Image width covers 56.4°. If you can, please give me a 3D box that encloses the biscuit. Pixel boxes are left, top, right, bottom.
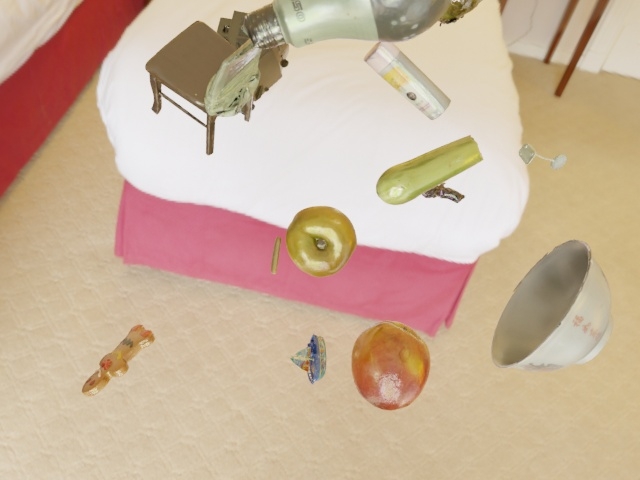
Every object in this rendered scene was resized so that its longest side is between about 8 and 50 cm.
[{"bbox_3d":[-0.587,0.342,1.713,0.250,0.036,0.165,-48,28,-24],"label":"biscuit"}]

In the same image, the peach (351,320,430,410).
[{"bbox_3d":[0.216,0.398,1.905,0.281,0.281,0.238,41,10,25],"label":"peach"}]

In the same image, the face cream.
[{"bbox_3d":[0.248,-0.458,1.698,0.269,0.107,0.073,39,59,-15],"label":"face cream"}]

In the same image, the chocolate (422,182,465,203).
[{"bbox_3d":[0.368,-0.150,1.804,0.072,0.070,0.147,-10,11,-27],"label":"chocolate"}]

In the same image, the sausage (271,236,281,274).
[{"bbox_3d":[-0.153,0.051,2.045,0.024,0.024,0.132,9,73,-4],"label":"sausage"}]

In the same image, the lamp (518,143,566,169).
[{"bbox_3d":[0.628,-0.223,1.657,0.198,0.050,0.056,7,38,-35],"label":"lamp"}]

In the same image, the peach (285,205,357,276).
[{"bbox_3d":[0.000,0.000,2.054,0.251,0.251,0.153,14,6,1],"label":"peach"}]

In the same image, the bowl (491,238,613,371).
[{"bbox_3d":[0.553,0.182,1.357,0.157,0.345,0.345,33,47,0],"label":"bowl"}]

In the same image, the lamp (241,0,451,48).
[{"bbox_3d":[0.051,-0.345,0.867,0.314,0.182,0.182,-35,55,2],"label":"lamp"}]

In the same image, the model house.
[{"bbox_3d":[-0.215,-0.466,1.629,0.204,0.211,0.243,13,86,5],"label":"model house"}]

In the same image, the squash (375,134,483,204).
[{"bbox_3d":[0.225,-0.146,1.217,0.250,0.083,0.083,-27,55,-13],"label":"squash"}]

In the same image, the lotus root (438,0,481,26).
[{"bbox_3d":[0.191,-0.519,1.037,0.275,0.160,0.152,57,48,-18],"label":"lotus root"}]

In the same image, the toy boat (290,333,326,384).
[{"bbox_3d":[-0.040,0.357,1.777,0.110,0.091,0.175,11,37,-16],"label":"toy boat"}]

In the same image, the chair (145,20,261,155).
[{"bbox_3d":[-0.202,-0.314,1.087,0.186,0.319,0.160,39,65,4],"label":"chair"}]
